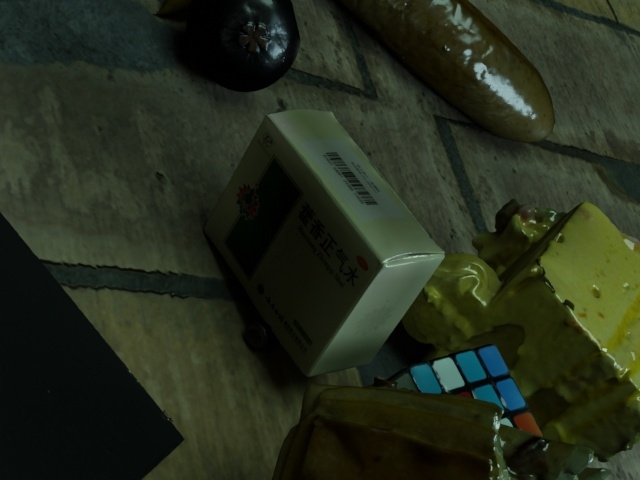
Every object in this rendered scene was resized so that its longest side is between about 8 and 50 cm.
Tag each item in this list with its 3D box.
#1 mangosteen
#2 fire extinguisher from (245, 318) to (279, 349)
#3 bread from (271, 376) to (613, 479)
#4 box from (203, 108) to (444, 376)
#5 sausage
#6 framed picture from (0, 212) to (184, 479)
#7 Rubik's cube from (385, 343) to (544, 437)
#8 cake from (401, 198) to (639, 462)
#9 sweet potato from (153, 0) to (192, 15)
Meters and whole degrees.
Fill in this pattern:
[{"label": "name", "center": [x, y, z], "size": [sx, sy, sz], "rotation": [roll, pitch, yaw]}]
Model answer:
[{"label": "mangosteen", "center": [-0.090, -0.239, 1.594], "size": [0.137, 0.137, 0.151], "rotation": [39, 5, -17]}, {"label": "fire extinguisher", "center": [-0.021, 0.075, 1.466], "size": [0.049, 0.035, 0.173], "rotation": [24, 24, 31]}, {"label": "bread", "center": [0.132, 0.300, 1.161], "size": [0.191, 0.370, 0.314], "rotation": [42, 63, -69]}, {"label": "box", "center": [0.000, 0.000, 1.388], "size": [0.095, 0.168, 0.212], "rotation": [-5, 48, -44]}, {"label": "sausage", "center": [0.137, -0.299, 1.883], "size": [0.501, 0.123, 0.136], "rotation": [41, 8, -14]}, {"label": "framed picture", "center": [-0.287, 0.098, 1.172], "size": [0.338, 0.014, 0.255], "rotation": [51, 35, -1]}, {"label": "Rubik's cube", "center": [0.114, 0.211, 1.383], "size": [0.151, 0.155, 0.154], "rotation": [-7, 64, -50]}, {"label": "cake", "center": [0.248, 0.097, 1.569], "size": [0.286, 0.222, 0.227], "rotation": [50, 34, 0]}, {"label": "sweet potato", "center": [-0.121, -0.336, 1.684], "size": [0.067, 0.067, 0.274], "rotation": [45, 41, -8]}]
